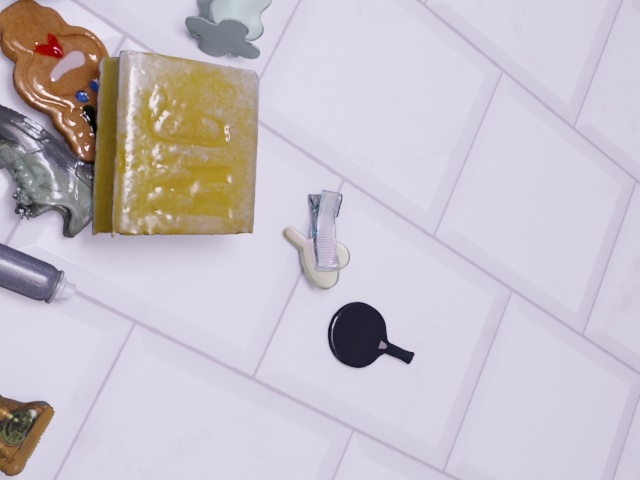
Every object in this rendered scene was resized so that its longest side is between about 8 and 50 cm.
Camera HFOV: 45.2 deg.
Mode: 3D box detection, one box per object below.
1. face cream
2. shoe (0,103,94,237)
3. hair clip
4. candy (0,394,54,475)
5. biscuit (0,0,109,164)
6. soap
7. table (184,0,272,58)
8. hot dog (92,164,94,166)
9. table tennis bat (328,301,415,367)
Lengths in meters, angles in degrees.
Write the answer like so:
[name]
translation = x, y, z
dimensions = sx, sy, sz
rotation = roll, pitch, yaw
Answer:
[face cream]
translation = -0.580, 0.042, 1.381
dimensions = 0.283, 0.073, 0.073
rotation = 27, 76, -25
[shoe]
translation = -0.526, -0.115, 1.393
dimensions = 0.293, 0.109, 0.149
rotation = 37, 66, -27
[hair clip]
translation = -0.003, 0.000, 1.699
dimensions = 0.159, 0.071, 0.219
rotation = 3, 81, -26
[candy]
translation = -0.604, 0.297, 1.347
dimensions = 0.271, 0.101, 0.143
rotation = 42, 76, -27
[biscuit]
translation = -0.469, -0.305, 1.449
dimensions = 0.334, 0.047, 0.202
rotation = 52, 55, -12
[soap]
translation = -0.267, -0.168, 1.444
dimensions = 0.293, 0.156, 0.335
rotation = 3, 92, -33
[table]
translation = -0.176, -0.498, 1.582
dimensions = 0.166, 0.166, 0.198
rotation = 22, 70, -26
[hot dog]
translation = -0.446, -0.190, 1.489
dimensions = 0.044, 0.028, 0.137
rotation = -37, 104, -32
[table tennis bat]
translation = 0.120, 0.233, 1.782
dimensions = 0.236, 0.027, 0.150
rotation = 26, 76, -24
